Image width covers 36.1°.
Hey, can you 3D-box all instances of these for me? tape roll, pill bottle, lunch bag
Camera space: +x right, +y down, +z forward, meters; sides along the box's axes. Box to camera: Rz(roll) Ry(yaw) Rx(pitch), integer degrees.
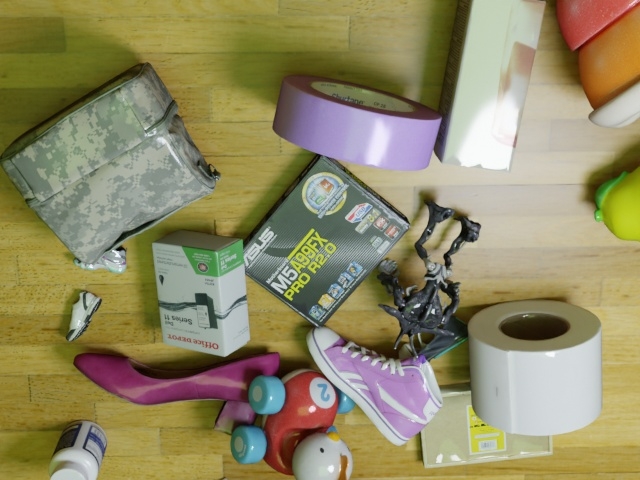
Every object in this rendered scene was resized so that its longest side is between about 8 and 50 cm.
[{"bbox_3d":[0.400,0.232,1.833,0.246,0.246,0.169,-6,109,0],"label":"tape roll"},{"bbox_3d":[-0.471,0.427,1.895,0.094,0.169,0.094,-1,108,-2],"label":"pill bottle"},{"bbox_3d":[-0.360,-0.124,1.699,0.305,0.212,0.256,-29,106,8],"label":"lunch bag"},{"bbox_3d":[0.061,-0.201,1.659,0.275,0.275,0.090,11,108,-6],"label":"tape roll"}]

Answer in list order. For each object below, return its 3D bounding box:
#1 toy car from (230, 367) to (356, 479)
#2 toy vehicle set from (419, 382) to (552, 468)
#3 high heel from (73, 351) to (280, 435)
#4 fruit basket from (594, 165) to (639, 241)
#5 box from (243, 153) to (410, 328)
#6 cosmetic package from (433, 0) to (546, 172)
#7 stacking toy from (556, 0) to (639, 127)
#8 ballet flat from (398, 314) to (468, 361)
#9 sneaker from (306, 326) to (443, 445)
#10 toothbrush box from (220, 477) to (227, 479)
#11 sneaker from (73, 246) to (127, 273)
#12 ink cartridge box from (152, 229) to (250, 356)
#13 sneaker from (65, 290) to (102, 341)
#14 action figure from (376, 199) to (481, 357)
[{"bbox_3d":[-0.004,0.378,1.827,0.219,0.238,0.210,7,110,-39],"label":"toy car"},{"bbox_3d":[0.332,0.367,1.982,0.267,0.035,0.165,-5,108,-1],"label":"toy vehicle set"},{"bbox_3d":[-0.271,0.237,1.885,0.377,0.127,0.181,21,94,-13],"label":"high heel"},{"bbox_3d":[0.707,-0.075,1.780,0.392,0.283,0.392,20,121,36],"label":"fruit basket"},{"bbox_3d":[0.000,0.000,1.835,0.216,0.060,0.270,38,103,-14],"label":"box"},{"bbox_3d":[0.288,-0.282,1.710,0.129,0.153,0.296,8,109,-4],"label":"cosmetic package"},{"bbox_3d":[0.484,-0.462,1.627,0.351,0.350,0.479,-35,88,8],"label":"stacking toy"},{"bbox_3d":[0.201,0.216,1.917,0.203,0.074,0.074,-40,105,16],"label":"ballet flat"},{"bbox_3d":[0.113,0.236,1.865,0.282,0.102,0.161,44,113,3],"label":"sneaker"},{"bbox_3d":[-0.163,0.656,1.965,0.122,0.206,0.283,-33,106,8],"label":"toothbrush box"},{"bbox_3d":[-0.410,0.021,1.838,0.098,0.038,0.069,6,106,-14],"label":"sneaker"},{"bbox_3d":[-0.219,0.097,1.812,0.153,0.087,0.208,7,111,29],"label":"ink cartridge box"},{"bbox_3d":[-0.460,0.144,1.878,0.044,0.040,0.109,33,101,5],"label":"sneaker"},{"bbox_3d":[0.198,0.075,1.831,0.164,0.141,0.275,24,90,-12],"label":"action figure"}]
